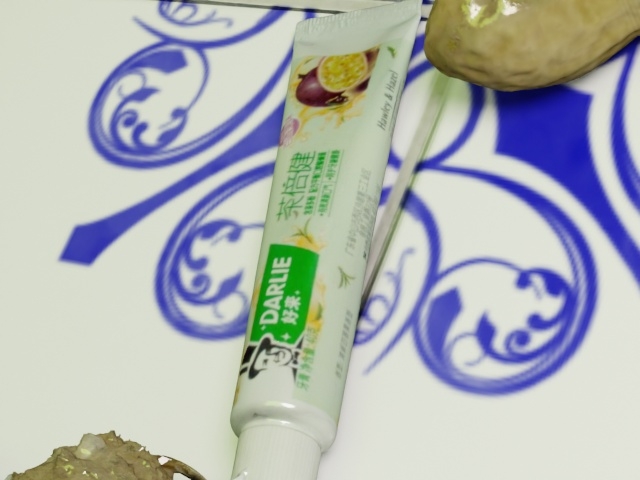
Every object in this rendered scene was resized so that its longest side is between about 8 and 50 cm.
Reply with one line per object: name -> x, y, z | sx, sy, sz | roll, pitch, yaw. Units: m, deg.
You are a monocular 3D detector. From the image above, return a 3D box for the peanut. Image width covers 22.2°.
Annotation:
peanut -> 0.141, -0.134, 0.825 | 0.193, 0.089, 0.089 | -29, 52, 6

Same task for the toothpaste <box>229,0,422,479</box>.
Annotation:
toothpaste -> 0.000, 0.000, 0.834 | 0.058, 0.056, 0.314 | 17, 56, -11

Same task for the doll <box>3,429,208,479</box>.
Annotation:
doll -> -0.096, 0.185, 0.717 | 0.115, 0.105, 0.221 | -1, 49, -2
